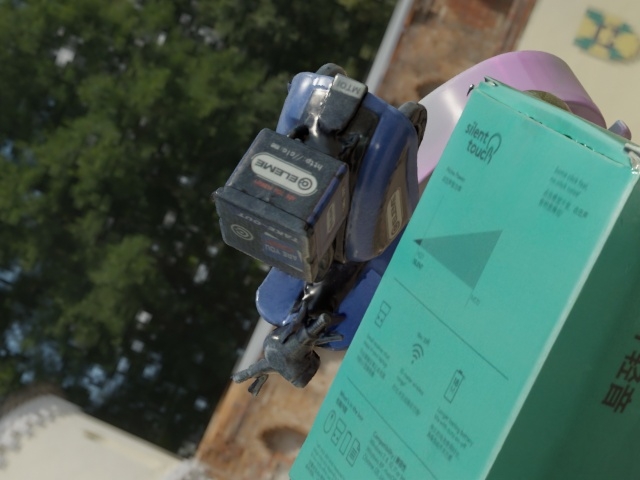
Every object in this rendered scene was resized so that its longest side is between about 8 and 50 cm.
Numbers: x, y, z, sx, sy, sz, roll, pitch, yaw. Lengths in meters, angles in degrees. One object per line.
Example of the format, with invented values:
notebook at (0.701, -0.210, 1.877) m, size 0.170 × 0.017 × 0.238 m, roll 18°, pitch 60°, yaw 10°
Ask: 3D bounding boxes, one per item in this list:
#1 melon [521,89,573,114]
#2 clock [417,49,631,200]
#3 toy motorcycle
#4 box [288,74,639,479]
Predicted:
melon at (0.201, -0.085, 1.347) m, size 0.098 × 0.098 × 0.130 m, roll 77°, pitch -146°, yaw -76°
clock at (0.232, -0.090, 1.749) m, size 0.338 × 0.339 × 0.102 m, roll 102°, pitch 152°, yaw -50°
toy motorcycle at (0.000, 0.000, 1.166) m, size 0.212 × 0.125 × 0.358 m, roll -58°, pitch -17°, yaw -23°
box at (0.118, 0.078, 0.847) m, size 0.311 × 0.118 × 0.205 m, roll -66°, pitch 28°, yaw 9°
